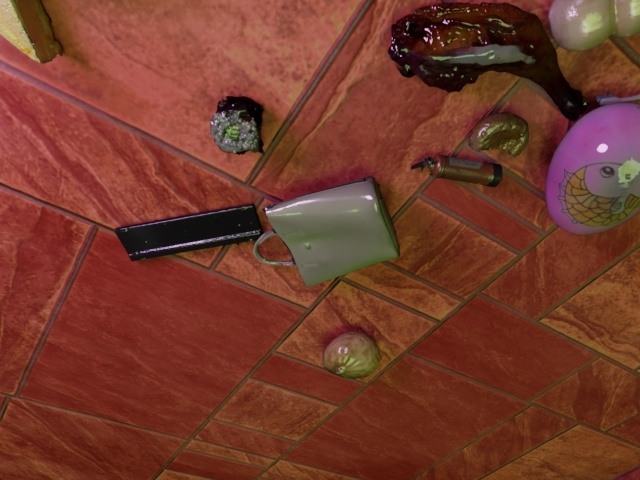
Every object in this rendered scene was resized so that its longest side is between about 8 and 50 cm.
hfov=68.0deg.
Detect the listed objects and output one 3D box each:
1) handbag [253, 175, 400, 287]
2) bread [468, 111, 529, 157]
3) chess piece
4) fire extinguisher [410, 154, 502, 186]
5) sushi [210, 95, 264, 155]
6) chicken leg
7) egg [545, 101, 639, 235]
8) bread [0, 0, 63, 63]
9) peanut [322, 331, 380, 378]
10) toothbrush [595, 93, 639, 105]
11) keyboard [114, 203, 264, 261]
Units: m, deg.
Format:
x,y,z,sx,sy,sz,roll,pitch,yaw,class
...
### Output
x,y,z,sx,sy,sz,roll,pitch,yaw,class
0.000,0.000,1.011,0.315,0.109,0.241,-19,126,10,handbag
0.342,-0.206,0.902,0.113,0.060,0.082,9,129,-14,bread
0.492,-0.377,0.728,0.260,0.143,0.143,-17,129,15,chess piece
0.275,-0.142,0.959,0.177,0.050,0.062,8,167,-9,fire extinguisher
-0.147,-0.201,0.853,0.094,0.084,0.098,1,126,-3,sushi
0.310,-0.303,0.801,0.407,0.096,0.158,10,132,-16,chicken leg
0.539,-0.127,0.899,0.196,0.196,0.271,-8,138,2,egg
-0.437,-0.332,0.720,0.080,0.084,0.109,-34,124,24,bread
0.087,0.311,1.281,0.159,0.109,0.140,16,138,-31,peanut
0.651,-0.278,0.887,0.263,0.026,0.022,-7,136,2,toothbrush
-0.284,-0.014,1.039,0.309,0.018,0.101,-10,128,4,keyboard
